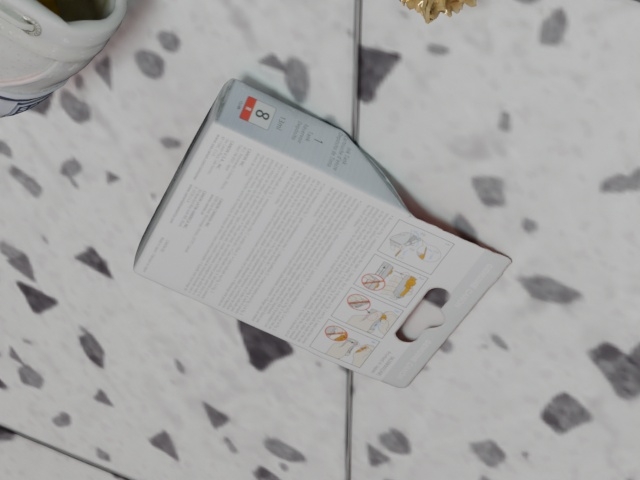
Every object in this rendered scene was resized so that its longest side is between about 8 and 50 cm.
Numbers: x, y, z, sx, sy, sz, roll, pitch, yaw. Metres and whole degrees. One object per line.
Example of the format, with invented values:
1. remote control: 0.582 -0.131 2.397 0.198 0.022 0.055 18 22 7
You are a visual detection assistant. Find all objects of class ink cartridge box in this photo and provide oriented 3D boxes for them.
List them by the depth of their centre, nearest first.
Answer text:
1. ink cartridge box: 0.000 0.000 0.965 0.179 0.045 0.145 23 138 -10

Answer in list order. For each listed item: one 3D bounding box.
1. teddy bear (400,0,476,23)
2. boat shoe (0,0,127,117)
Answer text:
1. teddy bear: -0.009 -0.153 0.702 0.338 0.113 0.245 4 158 8
2. boat shoe: -0.233 -0.223 0.847 0.156 0.136 0.367 -25 112 45
